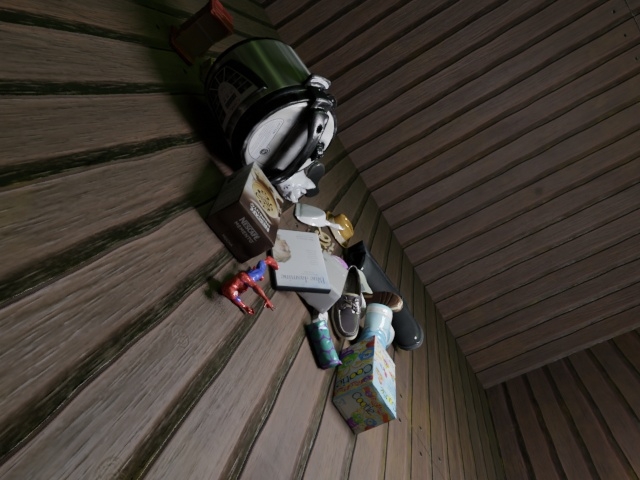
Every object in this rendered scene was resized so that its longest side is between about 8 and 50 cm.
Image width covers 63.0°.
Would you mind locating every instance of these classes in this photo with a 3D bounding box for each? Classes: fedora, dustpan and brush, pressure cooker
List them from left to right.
[{"bbox_3d":[-0.147,-0.409,1.711,0.420,0.376,0.369,60,-12,27],"label":"pressure cooker"},{"bbox_3d":[-0.002,-0.086,2.131,0.147,0.211,0.060,-91,-168,-64],"label":"dustpan and brush"},{"bbox_3d":[0.100,-0.063,2.473,0.194,0.079,0.194,53,19,-27],"label":"fedora"}]

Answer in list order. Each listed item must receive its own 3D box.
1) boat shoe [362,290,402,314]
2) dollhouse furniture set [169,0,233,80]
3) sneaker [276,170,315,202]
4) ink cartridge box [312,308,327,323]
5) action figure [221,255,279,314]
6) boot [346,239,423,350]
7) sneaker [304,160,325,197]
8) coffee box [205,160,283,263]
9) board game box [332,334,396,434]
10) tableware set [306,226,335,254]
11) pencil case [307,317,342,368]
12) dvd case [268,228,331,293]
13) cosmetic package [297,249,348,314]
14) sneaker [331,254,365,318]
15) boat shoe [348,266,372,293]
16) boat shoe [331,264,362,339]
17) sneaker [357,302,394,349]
[{"bbox_3d":[0.229,0.260,2.075,0.095,0.258,0.095,-46,119,-31],"label":"boat shoe"},{"bbox_3d":[-0.349,-0.666,1.907,0.374,0.201,0.152,46,22,-40],"label":"dollhouse furniture set"},{"bbox_3d":[-0.120,-0.288,2.101,0.210,0.138,0.365,57,22,-17],"label":"sneaker"},{"bbox_3d":[-0.001,0.256,1.746,0.048,0.028,0.083,55,18,-20],"label":"ink cartridge box"},{"bbox_3d":[-0.164,0.131,1.355,0.139,0.091,0.280,53,16,3],"label":"action figure"},{"bbox_3d":[0.289,0.252,2.392,0.445,0.146,0.367,56,7,-31],"label":"boot"},{"bbox_3d":[-0.055,-0.305,2.260,0.270,0.090,0.144,101,-35,-68],"label":"sneaker"},{"bbox_3d":[-0.211,-0.089,1.528,0.168,0.119,0.297,55,18,-24],"label":"coffee box"},{"bbox_3d":[0.145,0.452,1.665,0.144,0.142,0.275,58,17,-13],"label":"board game box"},{"bbox_3d":[0.000,0.000,2.046,0.128,0.039,0.194,30,20,-2],"label":"tableware set"},{"bbox_3d":[0.012,0.321,1.619,0.070,0.064,0.151,4,56,-41],"label":"pencil case"},{"bbox_3d":[-0.074,0.062,1.671,0.181,0.022,0.252,6,45,-21],"label":"dvd case"},{"bbox_3d":[0.009,0.139,1.799,0.127,0.107,0.238,41,17,-7],"label":"cosmetic package"},{"bbox_3d":[0.107,0.177,2.076,0.281,0.102,0.161,63,14,6],"label":"sneaker"},{"bbox_3d":[0.162,0.204,2.212,0.081,0.079,0.227,34,-30,54],"label":"boat shoe"},{"bbox_3d":[0.100,0.216,1.883,0.092,0.103,0.285,105,-6,-53],"label":"boat shoe"},{"bbox_3d":[0.203,0.398,2.008,0.319,0.127,0.208,74,30,-53],"label":"sneaker"}]
